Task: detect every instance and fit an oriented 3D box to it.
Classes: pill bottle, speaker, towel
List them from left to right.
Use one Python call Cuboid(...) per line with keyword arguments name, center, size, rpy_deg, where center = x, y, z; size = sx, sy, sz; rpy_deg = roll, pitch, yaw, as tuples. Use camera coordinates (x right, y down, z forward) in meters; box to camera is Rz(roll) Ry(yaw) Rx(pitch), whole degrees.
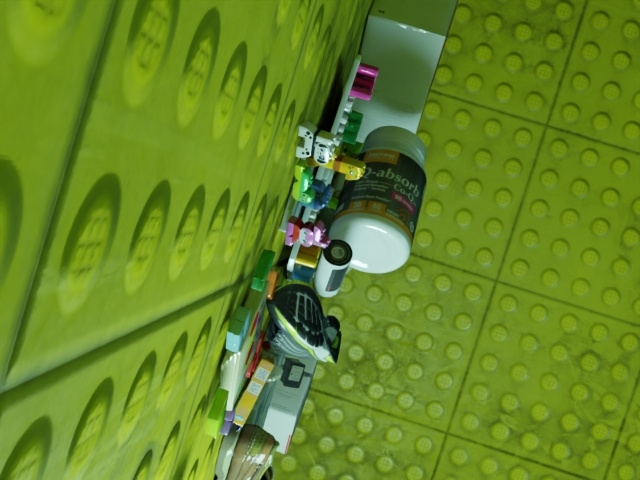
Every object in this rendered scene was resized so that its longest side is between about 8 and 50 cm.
Cuboid(name="towel", center=(0.000, 0.000, 1.944), size=(0.110, 0.027, 0.148), rpy_deg=(25, -82, 54))
Cuboid(name="speaker", center=(0.020, 0.051, 1.641), size=(0.136, 0.055, 0.055), rpy_deg=(109, 1, -61))
Cuboid(name="pill bottle", center=(0.121, -0.086, 1.791), size=(0.162, 0.162, 0.278), rpy_deg=(103, 3, -52))

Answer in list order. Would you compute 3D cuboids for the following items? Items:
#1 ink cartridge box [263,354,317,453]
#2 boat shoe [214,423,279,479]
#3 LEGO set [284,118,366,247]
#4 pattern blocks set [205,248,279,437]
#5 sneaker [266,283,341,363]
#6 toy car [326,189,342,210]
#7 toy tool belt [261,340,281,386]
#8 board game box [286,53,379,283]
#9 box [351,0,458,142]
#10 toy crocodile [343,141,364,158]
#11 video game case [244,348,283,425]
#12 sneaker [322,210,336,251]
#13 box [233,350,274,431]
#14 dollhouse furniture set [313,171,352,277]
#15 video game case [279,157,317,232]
Cuboid(name="ink cartridge box", center=(-0.088, 0.402, 2.366), size=(0.237, 0.100, 0.172), rpy_deg=(-67, 174, -46))
Cuboid(name="boat shoe", center=(-0.145, 0.455, 1.717), size=(0.307, 0.104, 0.111), rpy_deg=(103, 5, -49))
Cuboid(name="LEGO set", center=(0.013, -0.090, 1.405), size=(0.087, 0.093, 0.227), rpy_deg=(-60, 163, -47))
Cuboid(name="pattern blocks set", center=(-0.117, 0.160, 1.351), size=(0.285, 0.026, 0.325), rpy_deg=(-69, 175, -48))
Cuboid(name="sneaker", center=(-0.052, 0.167, 1.709), size=(0.300, 0.121, 0.111), rpy_deg=(57, 32, -59))
Cuboid(name="toy car", center=(0.095, -0.021, 2.090), size=(0.155, 0.188, 0.149), rpy_deg=(-13, 123, -61))
Cuboid(name="toy tool belt", center=(-0.105, 0.244, 1.797), size=(0.051, 0.052, 0.083), rpy_deg=(118, -36, -67))
Cuboid(name="board game box", center=(0.019, -0.113, 1.735), size=(0.390, 0.050, 0.390), rpy_deg=(104, 4, -83))
Cuboid(name="box", center=(0.176, -0.396, 2.015), size=(0.345, 0.168, 0.215), rpy_deg=(103, 6, -50))
Cuboid(name="toy crocodile", center=(0.127, -0.308, 2.307), size=(0.115, 0.105, 0.341), rpy_deg=(3, 110, -44))
Cuboid(name="video game case", center=(-0.151, 0.411, 1.966), size=(0.300, 0.036, 0.329), rpy_deg=(-65, 172, -65))
Cuboid(name="sneaker", center=(0.035, 0.002, 1.863), size=(0.059, 0.053, 0.144), rpy_deg=(-76, 176, -79))
Cuboid(name="box", center=(-0.121, 0.261, 1.571), size=(0.136, 0.028, 0.081), rpy_deg=(-61, -176, 1))
Cuboid(name="dollhouse furniture set", center=(0.043, -0.044, 2.308), size=(0.242, 0.161, 0.212), rpy_deg=(-47, -166, 40))
Cuboid(name="video game case", center=(-0.033, -0.084, 1.532), size=(0.157, 0.019, 0.143), rpy_deg=(-19, 126, -85))
